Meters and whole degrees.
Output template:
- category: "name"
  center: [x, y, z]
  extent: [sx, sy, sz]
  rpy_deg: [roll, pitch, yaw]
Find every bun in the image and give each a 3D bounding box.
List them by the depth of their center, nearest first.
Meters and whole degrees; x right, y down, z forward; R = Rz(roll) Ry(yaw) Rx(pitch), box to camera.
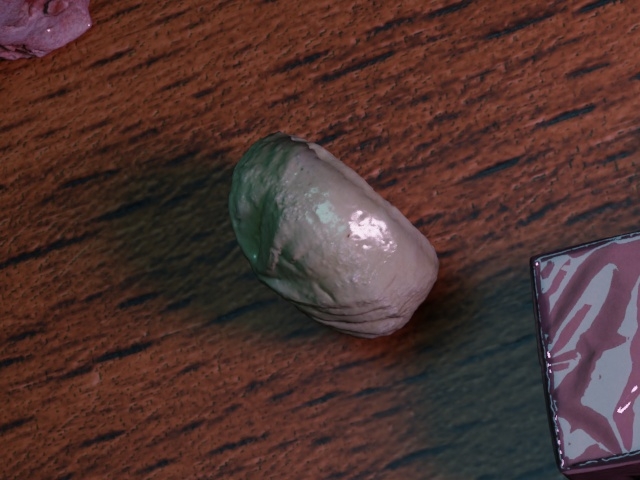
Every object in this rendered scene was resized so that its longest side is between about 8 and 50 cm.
- category: "bun"
  center: [0.000, 0.000, 1.630]
  extent: [0.195, 0.195, 0.118]
  rpy_deg: [42, 89, 24]

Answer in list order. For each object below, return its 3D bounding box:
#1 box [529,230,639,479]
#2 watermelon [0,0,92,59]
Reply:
- category: "box"
  center: [0.302, 0.086, 1.520]
  extent: [0.252, 0.153, 0.188]
  rpy_deg: [-11, 71, 17]
- category: "watermelon"
  center: [-0.343, -0.253, 1.821]
  extent: [0.193, 0.310, 0.232]
  rpy_deg: [-21, 107, 13]
